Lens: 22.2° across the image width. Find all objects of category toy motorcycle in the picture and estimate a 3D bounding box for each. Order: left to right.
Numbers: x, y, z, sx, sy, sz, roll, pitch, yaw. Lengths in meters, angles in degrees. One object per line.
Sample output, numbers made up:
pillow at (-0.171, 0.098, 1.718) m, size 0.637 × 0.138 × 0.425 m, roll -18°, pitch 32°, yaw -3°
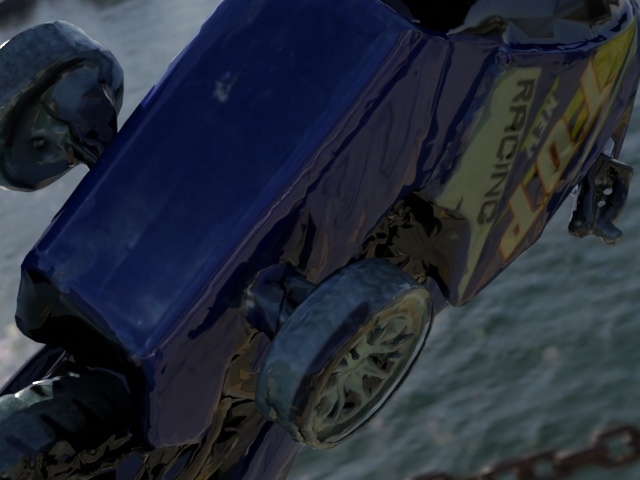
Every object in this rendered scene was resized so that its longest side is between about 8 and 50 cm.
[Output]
toy motorcycle at (0.000, 0.000, 0.416) m, size 0.315 × 0.113 × 0.169 m, roll -53°, pitch -24°, yaw 1°
